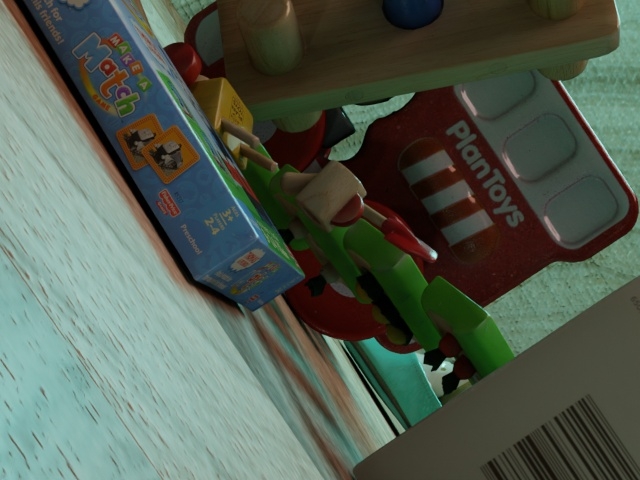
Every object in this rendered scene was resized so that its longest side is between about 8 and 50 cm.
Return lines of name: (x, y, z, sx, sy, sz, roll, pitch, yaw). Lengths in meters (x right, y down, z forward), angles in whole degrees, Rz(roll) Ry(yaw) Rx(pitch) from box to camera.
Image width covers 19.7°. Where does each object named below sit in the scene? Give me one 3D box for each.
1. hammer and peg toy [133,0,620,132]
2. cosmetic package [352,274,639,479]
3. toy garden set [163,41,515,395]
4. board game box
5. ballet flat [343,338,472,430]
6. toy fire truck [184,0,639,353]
hammer and peg toy: (0.000, -0.191, 1.227, 0.127, 0.361, 0.266, 72, 7, -60)
cosmetic package: (0.178, 0.172, 1.084, 0.155, 0.197, 0.365, 57, 7, 25)
toy garden set: (0.000, 0.000, 1.066, 0.244, 0.049, 0.204, 38, -11, 38)
board game box: (-0.086, -0.069, 0.884, 0.211, 0.039, 0.160, 57, 2, 10)
ballet flat: (0.114, 0.160, 1.550, 0.247, 0.087, 0.083, 58, 2, 22)
toy fire truck: (0.054, -0.077, 1.345, 0.302, 0.254, 0.169, 58, 2, 2)
